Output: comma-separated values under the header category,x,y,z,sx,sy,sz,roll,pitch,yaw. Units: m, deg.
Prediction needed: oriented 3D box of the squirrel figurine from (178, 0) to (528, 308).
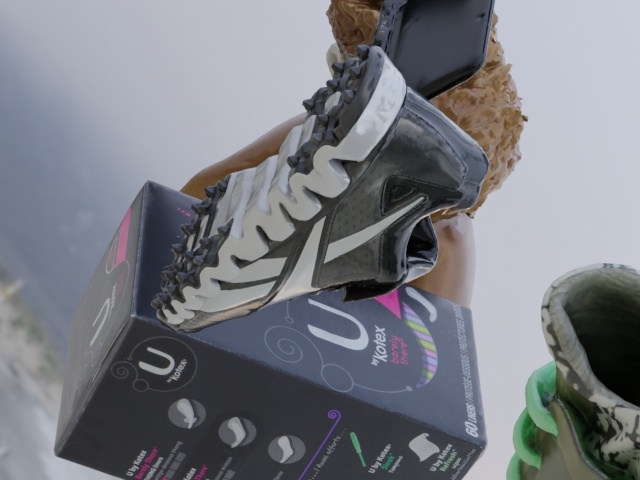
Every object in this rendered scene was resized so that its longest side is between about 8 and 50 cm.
category,x,y,z,sx,sy,sz,roll,pitch,yaw
squirrel figurine,0.060,-0.070,1.602,0.281,0.397,0.370,34,31,1

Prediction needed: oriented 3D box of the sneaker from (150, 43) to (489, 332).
category,x,y,z,sx,sy,sz,roll,pitch,yaw
sneaker,0.000,0.000,0.925,0.106,0.078,0.234,30,-42,-17

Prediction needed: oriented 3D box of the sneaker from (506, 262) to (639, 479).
category,x,y,z,sx,sy,sz,roll,pitch,yaw
sneaker,0.134,0.086,0.717,0.182,0.158,0.410,61,-28,-6

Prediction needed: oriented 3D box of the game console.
category,x,y,z,sx,sy,sz,roll,pitch,yaw
game console,0.061,-0.084,0.997,0.122,0.071,0.107,-75,163,-49

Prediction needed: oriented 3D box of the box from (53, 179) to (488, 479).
category,x,y,z,sx,sy,sz,roll,pitch,yaw
box,-0.035,0.098,1.318,0.270,0.143,0.165,21,32,-17
